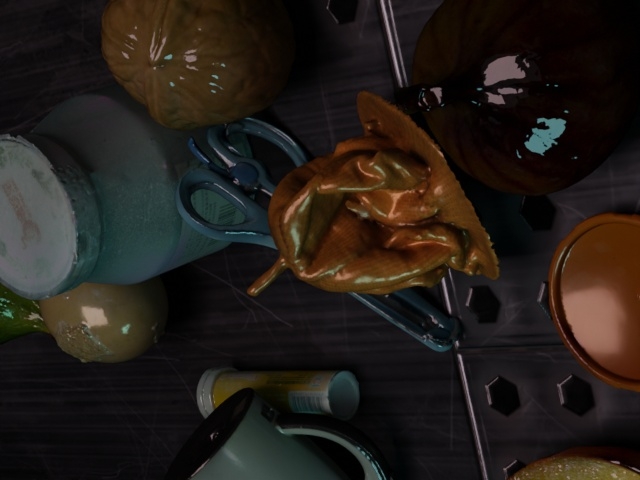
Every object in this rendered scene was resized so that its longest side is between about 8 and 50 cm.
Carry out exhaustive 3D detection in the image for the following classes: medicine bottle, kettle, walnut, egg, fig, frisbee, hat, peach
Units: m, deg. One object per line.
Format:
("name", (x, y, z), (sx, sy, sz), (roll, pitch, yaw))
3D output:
("medicine bottle", (-0.259, -0.064, 2.037), (0.245, 0.290, 0.245), (15, 114, 37))
("kettle", (-0.032, 0.294, 2.022), (0.236, 0.161, 0.221), (43, 110, -10))
("walnut", (-0.140, -0.228, 1.920), (0.228, 0.228, 0.228), (15, 114, 38))
("egg", (-0.282, 0.078, 2.192), (0.201, 0.164, 0.164), (28, 123, 48))
("fig", (-0.426, 0.074, 2.324), (0.235, 0.203, 0.203), (22, 120, 17))
("medicine bottle", (-0.053, 0.193, 2.092), (0.218, 0.074, 0.074), (-4, 102, 41))
("frisbee", (0.321, 0.062, 1.735), (0.192, 0.035, 0.192), (14, 113, 38))
("fig", (0.201, -0.158, 1.662), (0.235, 0.214, 0.235), (3, 99, 16))
("hat", (0.024, 0.001, 1.790), (0.244, 0.233, 0.233), (58, 169, -8))
("peach", (0.306, 0.295, 1.809), (0.279, 0.068, 0.189), (7, 117, 38))

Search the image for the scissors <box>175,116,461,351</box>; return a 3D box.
("scissors", (0.000, 0.000, 1.946), (0.393, 0.180, 0.032), (37, 147, 10))
